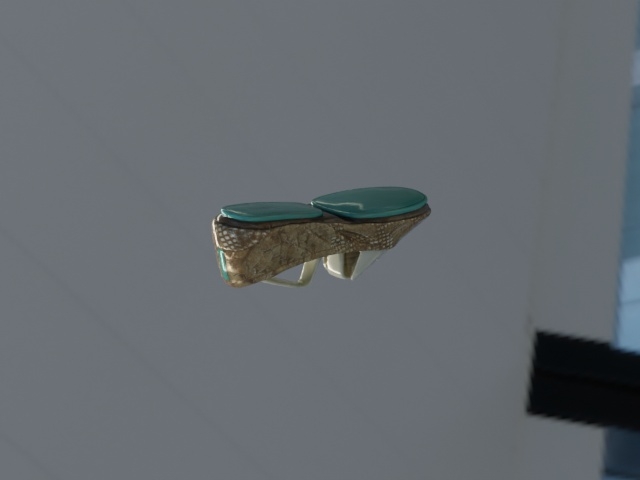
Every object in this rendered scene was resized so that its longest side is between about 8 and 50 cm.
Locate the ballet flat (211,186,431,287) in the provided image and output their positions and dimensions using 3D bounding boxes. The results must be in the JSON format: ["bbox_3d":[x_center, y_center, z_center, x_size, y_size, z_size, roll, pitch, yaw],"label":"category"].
[{"bbox_3d":[0.000,0.000,1.173,0.206,0.073,0.067,-7,-70,-37],"label":"ballet flat"}]
